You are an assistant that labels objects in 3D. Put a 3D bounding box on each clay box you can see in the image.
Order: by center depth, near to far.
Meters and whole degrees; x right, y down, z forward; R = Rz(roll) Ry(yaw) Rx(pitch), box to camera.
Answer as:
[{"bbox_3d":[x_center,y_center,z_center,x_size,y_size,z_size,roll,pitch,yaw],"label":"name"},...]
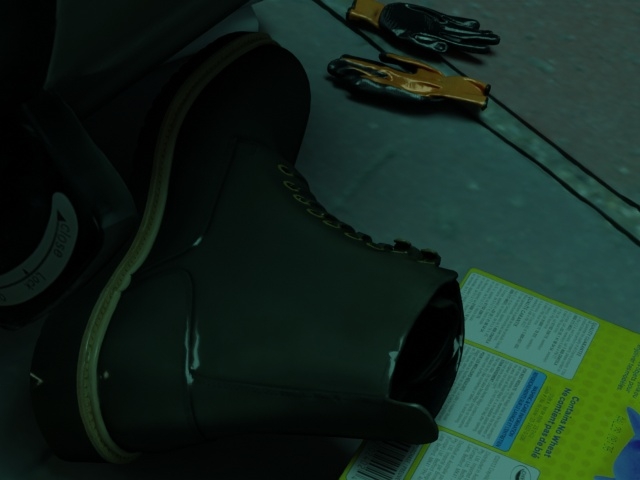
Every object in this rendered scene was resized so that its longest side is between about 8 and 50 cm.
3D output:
[{"bbox_3d":[0.125,0.100,0.586,0.222,0.053,0.127,23,41,12],"label":"clay box"}]

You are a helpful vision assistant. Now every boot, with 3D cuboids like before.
[{"bbox_3d":[0.000,0.000,0.622,0.137,0.077,0.198,-2,47,25],"label":"boot"}]

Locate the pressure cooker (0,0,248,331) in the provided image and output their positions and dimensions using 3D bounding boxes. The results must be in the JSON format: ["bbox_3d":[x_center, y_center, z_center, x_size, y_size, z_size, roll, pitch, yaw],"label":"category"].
[{"bbox_3d":[-0.167,-0.184,0.551,0.370,0.375,0.420,21,44,31],"label":"pressure cooker"}]

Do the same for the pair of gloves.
[{"bbox_3d":[0.044,-0.086,0.819,0.074,0.010,0.083,13,37,3],"label":"pair of gloves"}]

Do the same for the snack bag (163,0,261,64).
[{"bbox_3d":[-0.234,-0.177,0.771,0.323,0.037,0.342,-26,70,-35],"label":"snack bag"}]
